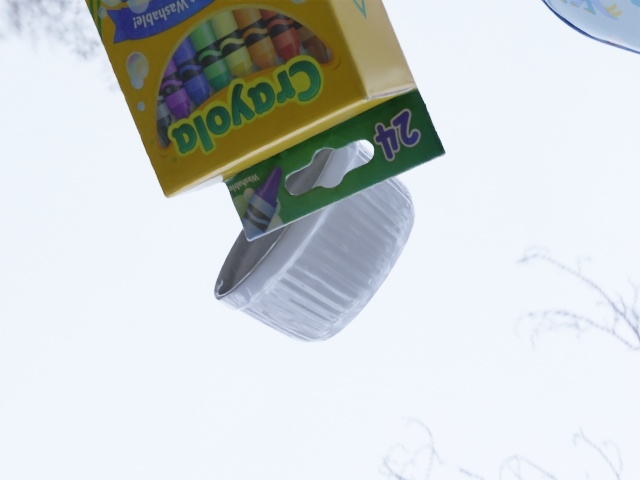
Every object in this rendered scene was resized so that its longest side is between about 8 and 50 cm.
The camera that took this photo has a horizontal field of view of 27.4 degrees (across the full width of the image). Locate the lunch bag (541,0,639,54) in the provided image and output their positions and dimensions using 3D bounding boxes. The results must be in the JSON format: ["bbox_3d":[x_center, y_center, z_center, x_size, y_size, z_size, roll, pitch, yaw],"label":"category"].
[{"bbox_3d":[0.196,-0.158,0.608,0.219,0.176,0.090,27,-115,34],"label":"lunch bag"}]

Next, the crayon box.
[{"bbox_3d":[-0.064,-0.171,0.974,0.203,0.323,0.083,-23,179,34],"label":"crayon box"}]

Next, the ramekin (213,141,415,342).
[{"bbox_3d":[0.000,0.000,1.257,0.207,0.109,0.207,-52,-167,17],"label":"ramekin"}]
